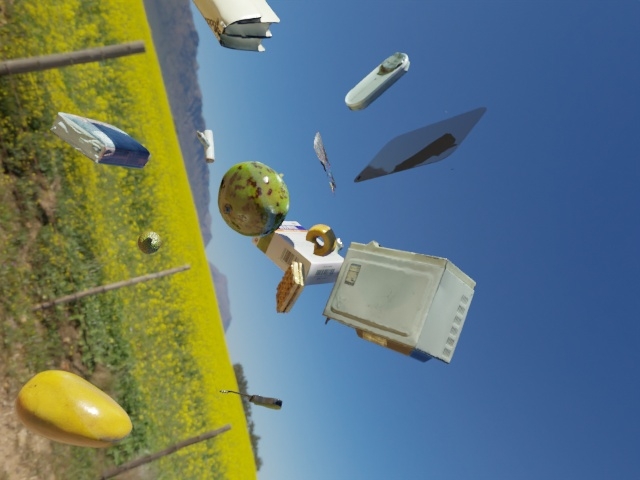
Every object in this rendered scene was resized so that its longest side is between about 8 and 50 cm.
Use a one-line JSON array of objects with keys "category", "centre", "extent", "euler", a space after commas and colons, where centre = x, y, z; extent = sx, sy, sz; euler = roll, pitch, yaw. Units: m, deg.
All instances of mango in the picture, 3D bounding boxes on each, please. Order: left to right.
[{"category": "mango", "centre": [-0.928, 0.647, 1.784], "extent": [0.300, 0.445, 0.232], "euler": [92, 21, -65]}]

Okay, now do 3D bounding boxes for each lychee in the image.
[{"category": "lychee", "centre": [-0.825, 0.010, 2.278], "extent": [0.146, 0.114, 0.114], "euler": [-153, -130, -76]}]

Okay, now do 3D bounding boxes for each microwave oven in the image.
[{"category": "microwave oven", "centre": [0.231, 0.181, 1.399], "extent": [0.354, 0.218, 0.287], "euler": [10, -106, 46]}]

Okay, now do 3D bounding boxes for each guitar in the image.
[{"category": "guitar", "centre": [-0.250, 0.570, 1.705], "extent": [0.088, 0.233, 0.025], "euler": [109, -6, -59]}]

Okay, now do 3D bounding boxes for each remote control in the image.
[{"category": "remote control", "centre": [0.187, -0.518, 1.549], "extent": [0.052, 0.247, 0.104], "euler": [46, 5, -39]}]

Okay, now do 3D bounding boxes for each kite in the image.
[{"category": "kite", "centre": [0.026, -0.318, 2.011], "extent": [0.152, 0.015, 0.286], "euler": [-80, 155, -50]}]

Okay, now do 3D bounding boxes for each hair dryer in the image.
[{"category": "hair dryer", "centre": [-0.496, -0.441, 2.014], "extent": [0.183, 0.044, 0.155], "euler": [78, 0, -65]}]

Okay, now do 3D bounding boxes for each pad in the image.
[{"category": "pad", "centre": [0.297, -0.260, 1.328], "extent": [0.063, 0.315, 0.375], "euler": [51, -28, -21]}]

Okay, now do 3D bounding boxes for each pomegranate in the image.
[{"category": "pomegranate", "centre": [-0.169, -0.123, 1.317], "extent": [0.210, 0.263, 0.211], "euler": [18, -57, 31]}]

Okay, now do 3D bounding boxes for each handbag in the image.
[{"category": "handbag", "centre": [-0.340, -0.859, 1.683], "extent": [0.359, 0.236, 0.160], "euler": [57, -43, 12]}]

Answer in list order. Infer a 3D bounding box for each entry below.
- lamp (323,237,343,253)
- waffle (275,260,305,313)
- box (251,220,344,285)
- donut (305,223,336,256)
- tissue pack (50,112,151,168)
[{"category": "lamp", "centre": [-0.009, 0.081, 1.926], "extent": [0.101, 0.250, 0.101], "euler": [52, -4, 5]}, {"category": "waffle", "centre": [-0.094, 0.146, 1.451], "extent": [0.103, 0.042, 0.148], "euler": [-98, -150, -47]}, {"category": "box", "centre": [-0.084, 0.040, 1.761], "extent": [0.299, 0.200, 0.107], "euler": [39, -67, 33]}, {"category": "donut", "centre": [0.000, 0.000, 1.538], "extent": [0.108, 0.097, 0.043], "euler": [57, 23, 5]}, {"category": "tissue pack", "centre": [-0.829, -0.376, 1.816], "extent": [0.227, 0.103, 0.315], "euler": [36, 9, 4]}]
